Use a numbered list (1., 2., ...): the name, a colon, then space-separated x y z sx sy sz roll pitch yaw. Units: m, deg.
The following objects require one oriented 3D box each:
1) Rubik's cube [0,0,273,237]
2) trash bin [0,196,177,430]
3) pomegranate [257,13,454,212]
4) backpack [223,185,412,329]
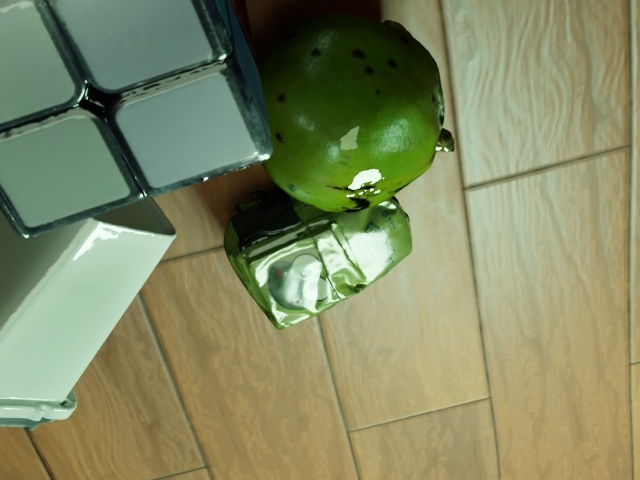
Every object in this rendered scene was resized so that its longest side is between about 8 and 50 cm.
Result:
1. Rubik's cube: -0.254 -0.243 1.491 0.313 0.318 0.316 -18 135 4
2. trash bin: -0.394 0.050 1.757 0.368 0.256 0.296 -48 148 19
3. pomegranate: -0.002 -0.161 1.693 0.340 0.260 0.260 1 134 3
4. backpack: 0.000 0.000 1.912 0.253 0.140 0.207 -26 133 2
